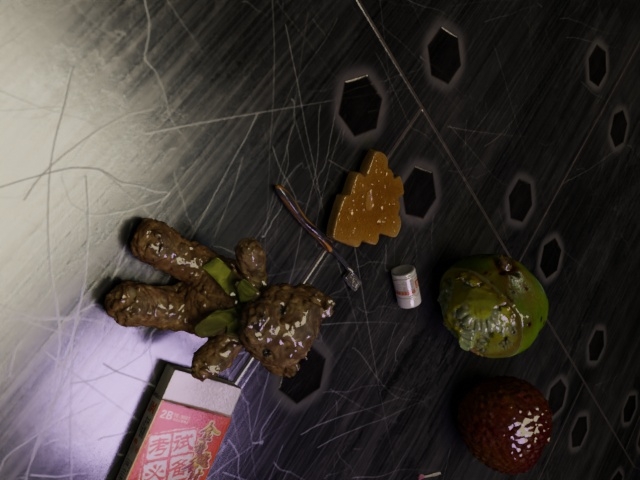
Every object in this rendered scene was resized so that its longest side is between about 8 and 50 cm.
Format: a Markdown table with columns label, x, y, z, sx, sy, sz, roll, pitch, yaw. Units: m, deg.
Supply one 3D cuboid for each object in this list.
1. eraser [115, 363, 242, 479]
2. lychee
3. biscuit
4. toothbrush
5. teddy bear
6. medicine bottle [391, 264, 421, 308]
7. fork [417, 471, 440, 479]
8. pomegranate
| label | x | y | z | sx | sy | sz | roll | pitch | yaw |
| --- | --- | --- | --- | --- | --- | --- | --- | --- | --- |
| eraser | -0.246 | 0.345 | 1.034 | 0.157 | 0.038 | 0.230 | 29 | 80 | -40 |
| lychee | 0.490 | 0.484 | 1.569 | 0.260 | 0.260 | 0.261 | -9 | 104 | -39 |
| biscuit | 0.093 | -0.070 | 1.245 | 0.238 | 0.041 | 0.212 | -36 | 125 | -32 |
| toothbrush | 0.001 | -0.002 | 1.191 | 0.031 | 0.023 | 0.321 | -54 | 128 | -23 |
| teddy bear | -0.159 | 0.107 | 0.941 | 0.296 | 0.222 | 0.246 | 25 | 84 | -40 |
| medicine bottle | 0.198 | 0.105 | 1.358 | 0.057 | 0.057 | 0.089 | -30 | 117 | -33 |
| fork | 0.286 | 0.626 | 1.566 | 0.115 | 0.012 | 0.016 | 10 | 96 | -46 |
| pomegranate | 0.412 | 0.174 | 1.444 | 0.260 | 0.260 | 0.341 | -42 | 152 | -27 |
